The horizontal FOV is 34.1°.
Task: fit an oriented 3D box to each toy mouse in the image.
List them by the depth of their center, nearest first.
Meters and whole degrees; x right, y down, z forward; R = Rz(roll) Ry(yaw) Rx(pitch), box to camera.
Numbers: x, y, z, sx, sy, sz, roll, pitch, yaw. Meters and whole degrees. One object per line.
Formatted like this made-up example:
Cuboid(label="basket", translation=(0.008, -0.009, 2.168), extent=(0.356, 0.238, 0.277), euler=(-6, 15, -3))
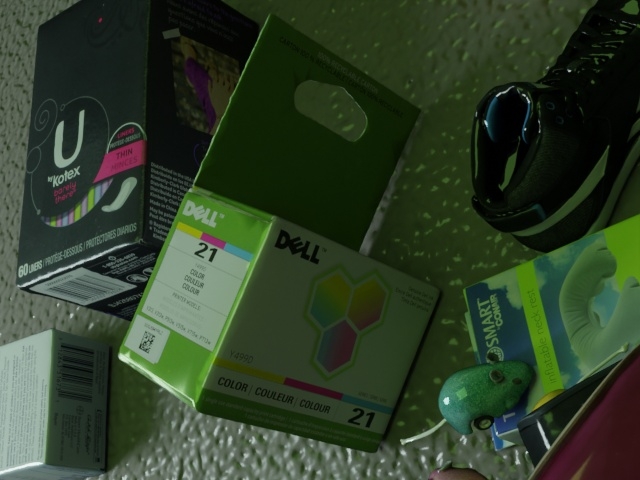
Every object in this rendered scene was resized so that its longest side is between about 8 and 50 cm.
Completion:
Cuboid(label="toy mouse", translation=(0.094, 0.121, 0.628), extent=(0.143, 0.031, 0.161), euler=(-1, 56, 47))

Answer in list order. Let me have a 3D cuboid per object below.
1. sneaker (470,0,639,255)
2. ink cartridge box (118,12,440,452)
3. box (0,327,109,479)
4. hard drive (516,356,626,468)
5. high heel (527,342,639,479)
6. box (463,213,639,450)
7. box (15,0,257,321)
Cuboid(label="sneaker", translation=(0.167, -0.100, 0.665), extent=(0.079, 0.121, 0.217), euler=(22, 89, 43))
Cuboid(label="ink cartridge box", translation=(0.000, 0.000, 0.728), extent=(0.097, 0.188, 0.255), euler=(22, 89, 45))
Cuboid(label="box", translation=(-0.271, 0.164, 0.988), extent=(0.137, 0.072, 0.126), euler=(-18, 63, 35))
Cuboid(label="hard drive", translation=(0.240, 0.103, 0.507), extent=(0.254, 0.054, 0.172), euler=(-23, 56, 5))
Cuboid(label="high heel", translation=(0.228, 0.089, 0.402), extent=(0.377, 0.127, 0.181), euler=(-40, 46, -11))
Cuboid(label="box", translation=(0.167, 0.057, 0.662), extent=(0.178, 0.042, 0.109), euler=(-27, 58, 31))
Cuboid(label="box", translation=(-0.158, -0.083, 0.932), extent=(0.165, 0.143, 0.271), euler=(-19, 62, 35))
